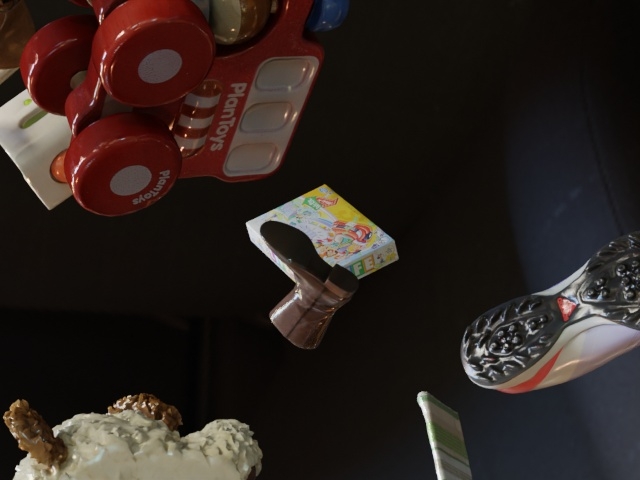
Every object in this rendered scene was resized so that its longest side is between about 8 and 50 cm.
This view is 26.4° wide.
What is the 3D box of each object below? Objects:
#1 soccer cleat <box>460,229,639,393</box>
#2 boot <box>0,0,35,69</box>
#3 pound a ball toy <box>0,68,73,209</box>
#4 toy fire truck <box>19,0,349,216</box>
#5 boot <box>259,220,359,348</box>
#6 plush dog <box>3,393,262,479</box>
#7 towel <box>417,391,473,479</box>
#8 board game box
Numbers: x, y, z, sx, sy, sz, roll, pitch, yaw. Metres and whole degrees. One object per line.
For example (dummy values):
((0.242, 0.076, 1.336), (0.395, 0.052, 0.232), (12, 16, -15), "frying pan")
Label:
((0.305, 0.078, 1.450), (0.318, 0.108, 0.116), (-28, 150, 27), "soccer cleat")
((-0.395, -0.288, 1.612), (0.115, 0.112, 0.305), (30, 162, 25), "boot")
((-0.328, -0.179, 1.838), (0.136, 0.319, 0.208), (45, 167, 37), "pound a ball toy")
((-0.109, -0.165, 1.203), (0.254, 0.169, 0.302), (-7, 140, -30), "toy fire truck")
((-0.028, 0.044, 1.246), (0.106, 0.037, 0.114), (38, 142, 2), "boot")
((-0.210, 0.227, 1.227), (0.211, 0.262, 0.225), (42, 163, -7), "plush dog")
((0.163, 0.280, 1.765), (0.023, 0.152, 0.113), (-22, 148, 21), "towel")
((0.000, 0.000, 1.466), (0.103, 0.154, 0.026), (-27, 125, -17), "board game box")
